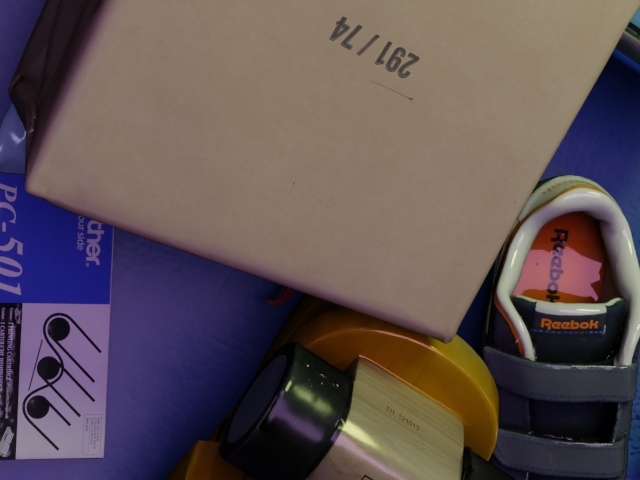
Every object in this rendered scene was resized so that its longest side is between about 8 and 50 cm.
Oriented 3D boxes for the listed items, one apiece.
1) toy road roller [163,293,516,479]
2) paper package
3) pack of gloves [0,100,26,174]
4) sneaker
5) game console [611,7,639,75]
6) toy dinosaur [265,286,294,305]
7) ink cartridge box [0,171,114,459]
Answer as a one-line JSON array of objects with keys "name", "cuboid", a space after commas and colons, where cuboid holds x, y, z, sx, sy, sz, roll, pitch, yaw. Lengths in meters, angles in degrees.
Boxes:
[{"name": "toy road roller", "cuboid": [-0.003, 0.182, 1.437, 0.202, 0.240, 0.329, 32, 120, -11]}, {"name": "paper package", "cuboid": [0.001, -0.132, 1.284, 0.325, 0.168, 0.309, 20, 109, -22]}, {"name": "pack of gloves", "cuboid": [-0.278, -0.030, 1.424, 0.195, 0.046, 0.232, 22, 85, -12]}, {"name": "sneaker", "cuboid": [0.176, 0.109, 1.477, 0.126, 0.127, 0.321, 0, 85, -5]}, {"name": "game console", "cuboid": [0.235, -0.256, 1.491, 0.293, 0.250, 0.173, 32, 109, -11]}, {"name": "toy dinosaur", "cuboid": [0.000, 0.000, 1.477, 0.047, 0.090, 0.082, 22, 129, -3]}, {"name": "ink cartridge box", "cuboid": [-0.205, 0.055, 1.426, 0.097, 0.046, 0.207, 2, 92, -26]}]
